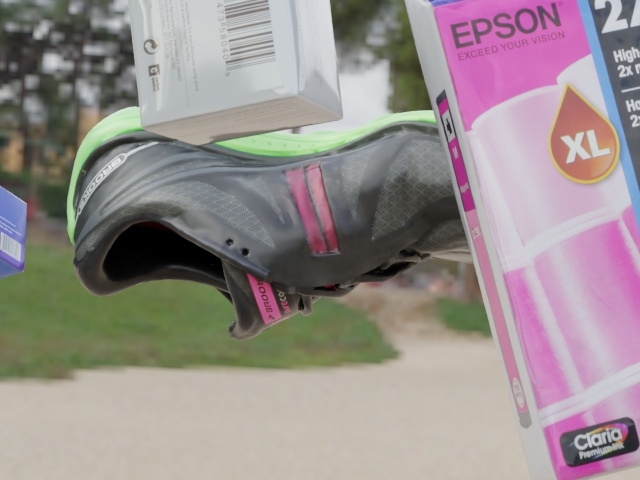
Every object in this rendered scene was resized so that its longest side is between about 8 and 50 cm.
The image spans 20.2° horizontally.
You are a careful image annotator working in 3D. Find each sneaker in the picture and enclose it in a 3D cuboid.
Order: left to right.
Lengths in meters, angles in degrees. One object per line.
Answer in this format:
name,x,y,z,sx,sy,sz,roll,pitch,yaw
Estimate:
sneaker,0.000,0.000,1.589,0.483,0.202,0.185,1,-31,20

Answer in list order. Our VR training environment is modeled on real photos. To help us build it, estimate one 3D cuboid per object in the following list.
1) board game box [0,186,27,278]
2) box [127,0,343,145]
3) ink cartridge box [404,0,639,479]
board game box,-0.469,-0.041,1.640,0.233,0.078,0.347,-18,-33,25
box,-0.050,-0.116,1.056,0.102,0.101,0.087,-10,-8,19
ink cartridge box,0.166,-0.053,1.056,0.175,0.371,0.069,-13,-9,-9
